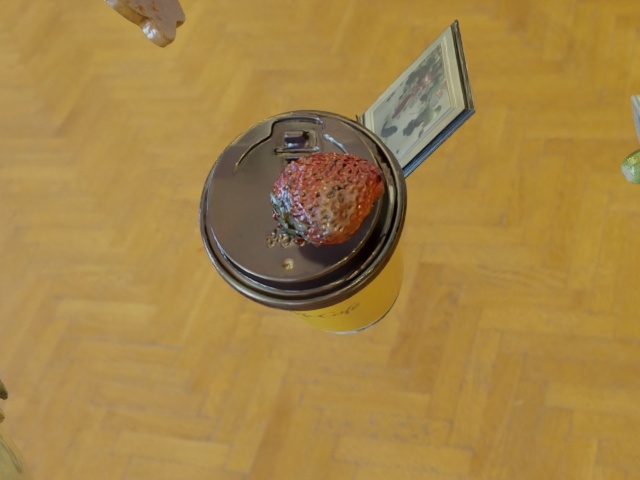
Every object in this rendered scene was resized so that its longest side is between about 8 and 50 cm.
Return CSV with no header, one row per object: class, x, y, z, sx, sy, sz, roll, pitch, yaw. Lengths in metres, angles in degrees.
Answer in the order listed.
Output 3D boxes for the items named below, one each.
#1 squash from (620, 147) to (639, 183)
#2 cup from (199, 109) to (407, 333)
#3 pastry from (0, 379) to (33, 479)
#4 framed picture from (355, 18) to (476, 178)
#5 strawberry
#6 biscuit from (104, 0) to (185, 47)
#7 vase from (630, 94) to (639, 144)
squash,0.598,-0.153,1.677,0.229,0.066,0.066,-24,45,-9
cup,0.000,0.000,1.029,0.196,0.279,0.196,-4,70,10
pastry,-0.195,0.133,0.305,0.265,0.133,0.265,-34,19,13
framed picture,0.108,-0.151,1.231,0.195,0.010,0.199,-44,30,34
strawberry,0.008,-0.036,0.859,0.096,0.083,0.083,-19,43,-16
biscuit,-0.197,-0.262,1.129,0.023,0.140,0.118,-34,75,23
vase,0.422,-0.095,0.839,0.299,0.143,0.143,-16,45,16
